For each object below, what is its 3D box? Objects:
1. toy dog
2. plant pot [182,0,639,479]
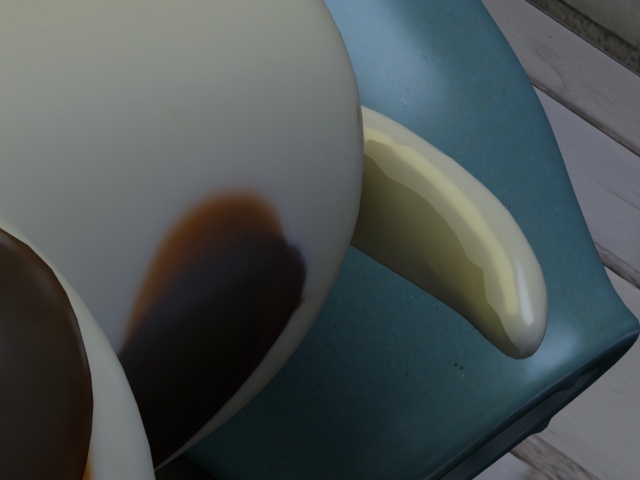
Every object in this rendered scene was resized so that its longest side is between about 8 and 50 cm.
[{"bbox_3d":[-0.135,0.033,0.507,0.395,0.284,0.408,27,26,-9],"label":"toy dog"},{"bbox_3d":[0.000,0.000,0.833,0.255,0.271,0.271,53,23,11],"label":"plant pot"}]
